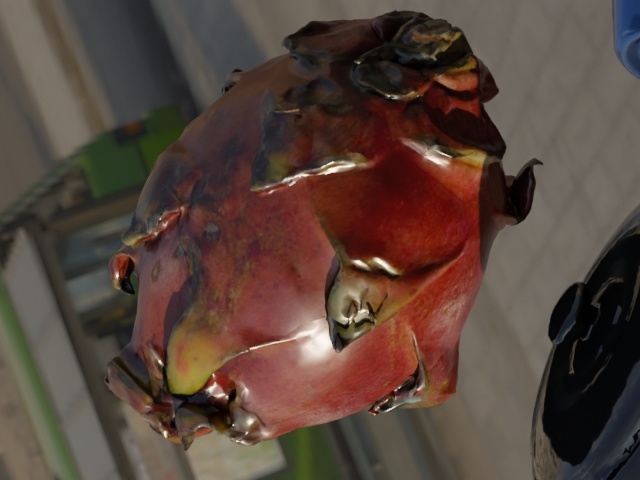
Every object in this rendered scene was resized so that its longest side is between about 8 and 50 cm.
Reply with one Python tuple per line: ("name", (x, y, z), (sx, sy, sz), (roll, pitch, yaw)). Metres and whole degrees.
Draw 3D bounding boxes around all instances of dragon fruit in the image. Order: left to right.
("dragon fruit", (-0.002, 0.004, 1.165), (0.250, 0.315, 0.250), (24, 169, 5))

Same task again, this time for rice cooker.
("rice cooker", (0.236, 0.085, 1.011), (0.241, 0.227, 0.280), (-117, 52, -80))

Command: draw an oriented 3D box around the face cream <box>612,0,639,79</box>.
("face cream", (0.266, -0.242, 1.276), (0.149, 0.083, 0.264), (35, -123, -46))
